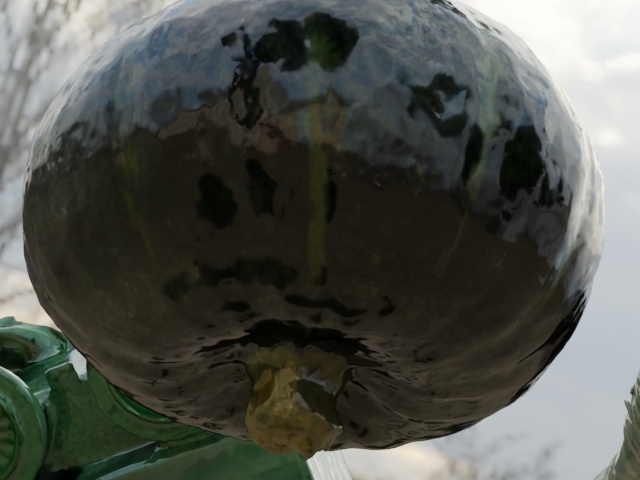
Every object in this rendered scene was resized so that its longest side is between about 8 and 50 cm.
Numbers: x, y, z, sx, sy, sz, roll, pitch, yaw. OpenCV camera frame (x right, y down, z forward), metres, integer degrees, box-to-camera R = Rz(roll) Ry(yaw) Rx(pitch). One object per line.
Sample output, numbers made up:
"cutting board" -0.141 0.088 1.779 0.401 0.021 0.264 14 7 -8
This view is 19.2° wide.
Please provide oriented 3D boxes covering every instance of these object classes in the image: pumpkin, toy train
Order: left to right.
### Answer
"toy train" -0.112 0.124 1.058 0.266 0.202 0.145 -20 5 9
"pumpkin" 0.000 -0.003 0.541 0.167 0.125 0.167 -11 -40 -9

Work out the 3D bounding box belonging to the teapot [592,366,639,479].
"teapot" 0.129 0.079 0.697 0.057 0.067 0.083 11 -51 -13
